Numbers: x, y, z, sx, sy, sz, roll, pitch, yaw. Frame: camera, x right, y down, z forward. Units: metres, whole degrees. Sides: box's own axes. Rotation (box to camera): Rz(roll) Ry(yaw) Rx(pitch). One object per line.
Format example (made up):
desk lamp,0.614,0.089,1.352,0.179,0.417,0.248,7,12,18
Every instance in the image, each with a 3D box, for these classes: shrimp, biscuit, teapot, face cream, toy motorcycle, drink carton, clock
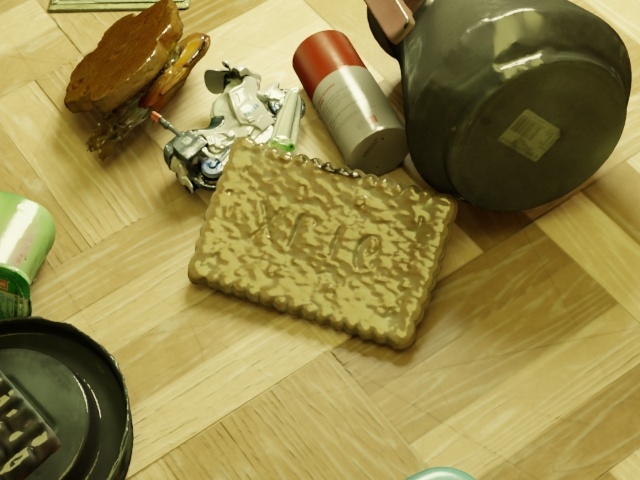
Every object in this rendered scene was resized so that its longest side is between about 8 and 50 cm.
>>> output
shrimp,-0.243,-0.211,1.839,0.068,0.150,0.248,43,74,-15
biscuit,0.000,0.000,1.665,0.325,0.044,0.217,16,81,15
teapot,0.194,-0.254,1.691,0.305,0.376,0.361,-48,42,22
face cream,0.041,-0.195,1.805,0.096,0.096,0.214,-21,55,-10
biscuit,-0.283,-0.261,1.858,0.208,0.041,0.290,-35,27,9
toy motorcycle,-0.136,-0.163,1.800,0.150,0.102,0.221,38,65,14
drink carton,-0.421,0.024,1.671,0.146,0.144,0.142,17,45,0
clock,-0.384,0.240,1.548,0.325,0.067,0.325,-3,54,4

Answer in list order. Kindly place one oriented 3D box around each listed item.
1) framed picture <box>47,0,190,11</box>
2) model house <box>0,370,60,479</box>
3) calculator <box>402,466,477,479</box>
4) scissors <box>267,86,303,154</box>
framed picture,-0.314,-0.485,2.098,0.232,0.019,0.296,-1,54,5
model house,-0.456,0.227,1.365,0.360,0.297,0.339,-41,66,-20
calculator,0.088,0.406,1.392,0.386,0.054,0.256,-35,58,-23
scissors,-0.054,-0.116,1.757,0.101,0.027,0.204,15,74,-5
